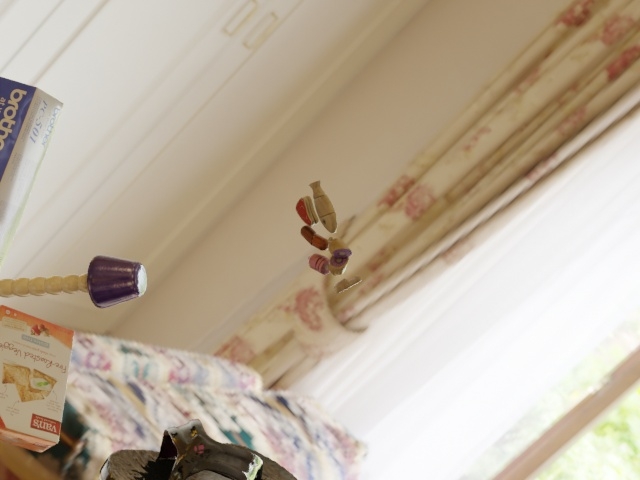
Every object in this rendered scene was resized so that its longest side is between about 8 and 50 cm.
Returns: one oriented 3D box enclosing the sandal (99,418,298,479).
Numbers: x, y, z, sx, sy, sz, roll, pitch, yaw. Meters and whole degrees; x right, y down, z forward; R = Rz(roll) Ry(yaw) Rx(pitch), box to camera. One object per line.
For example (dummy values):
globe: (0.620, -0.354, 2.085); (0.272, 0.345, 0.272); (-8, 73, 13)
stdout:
sandal: (-0.136, 0.282, 1.276); (0.168, 0.107, 0.446); (28, 1, 17)

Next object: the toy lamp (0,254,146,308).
toy lamp: (-0.385, 0.064, 1.442); (0.080, 0.275, 0.080); (-6, 90, -80)

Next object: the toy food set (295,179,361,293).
toy food set: (0.000, 0.000, 1.127); (0.019, 0.078, 0.122); (-22, 84, -32)

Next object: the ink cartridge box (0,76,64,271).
ink cartridge box: (-0.292, -0.033, 0.816); (0.097, 0.207, 0.046); (18, -5, 18)

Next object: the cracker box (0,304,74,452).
cracker box: (-0.544, 0.251, 1.835); (0.156, 0.067, 0.232); (27, 48, -35)
